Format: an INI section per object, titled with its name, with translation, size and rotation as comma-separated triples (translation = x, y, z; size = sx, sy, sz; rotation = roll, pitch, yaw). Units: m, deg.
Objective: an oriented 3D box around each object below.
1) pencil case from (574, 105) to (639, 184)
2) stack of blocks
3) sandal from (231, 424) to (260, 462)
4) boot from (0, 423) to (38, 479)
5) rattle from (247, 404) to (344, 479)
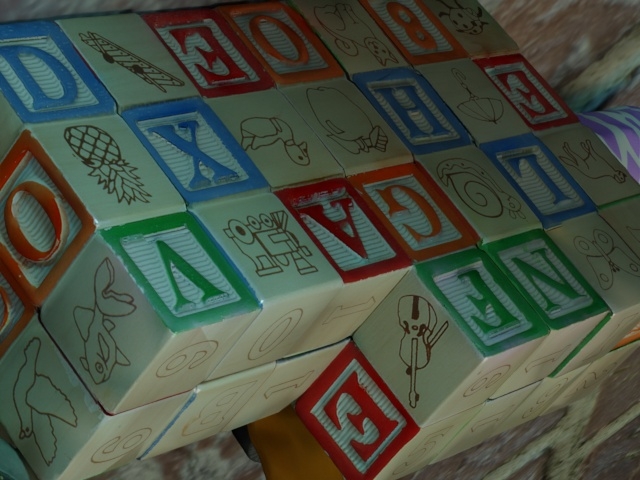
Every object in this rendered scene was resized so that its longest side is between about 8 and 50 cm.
[pencil case]
translation = 0.126, -0.021, 1.060
size = 0.206, 0.088, 0.086
rotation = -14, 148, -50
[stack of blocks]
translation = 0.000, 0.000, 0.737
size = 0.297, 0.171, 0.087
rotation = -13, 150, -51
[sandal]
translation = 0.019, 0.061, 1.133
size = 0.097, 0.054, 0.254
rotation = -40, 173, 31
[boot]
translation = -0.144, 0.083, 0.757
size = 0.246, 0.083, 0.161
rotation = -53, -167, 54
[rattle]
translation = 0.035, 0.024, 0.927
size = 0.200, 0.143, 0.130
rotation = -32, 143, 0
